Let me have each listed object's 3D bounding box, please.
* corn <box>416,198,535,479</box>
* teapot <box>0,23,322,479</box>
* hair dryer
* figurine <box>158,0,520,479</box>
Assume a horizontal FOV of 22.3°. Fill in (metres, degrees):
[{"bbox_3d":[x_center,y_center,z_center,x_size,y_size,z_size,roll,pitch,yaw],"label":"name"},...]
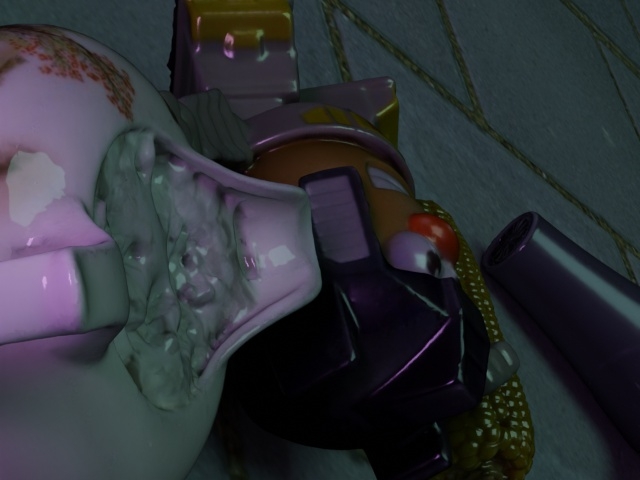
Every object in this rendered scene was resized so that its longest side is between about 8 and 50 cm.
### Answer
[{"bbox_3d":[0.081,0.066,1.041,0.080,0.080,0.231,38,28,-37],"label":"corn"},{"bbox_3d":[-0.096,0.018,0.625,0.298,0.139,0.204,-29,112,-71],"label":"teapot"},{"bbox_3d":[0.238,0.159,1.221,0.301,0.121,0.361,40,32,-15],"label":"hair dryer"},{"bbox_3d":[0.001,0.003,0.883,0.308,0.143,0.308,26,35,-20],"label":"figurine"}]
